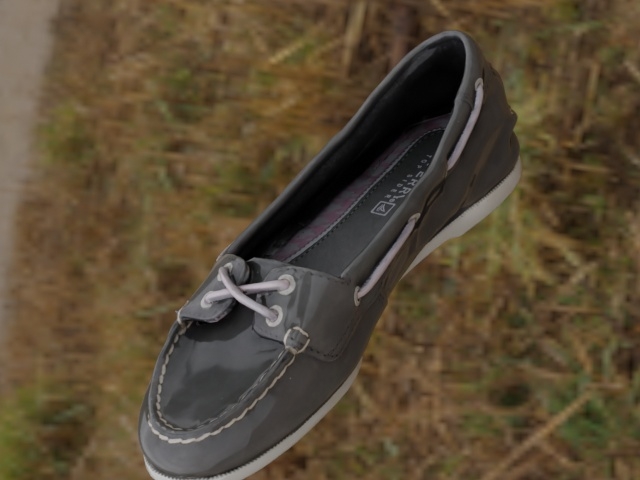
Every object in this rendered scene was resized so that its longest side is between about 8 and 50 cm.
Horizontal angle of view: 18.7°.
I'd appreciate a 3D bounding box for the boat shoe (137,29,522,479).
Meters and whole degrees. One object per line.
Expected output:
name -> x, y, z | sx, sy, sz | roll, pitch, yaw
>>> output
boat shoe -> 0.000, 0.000, 1.099 | 0.112, 0.335, 0.095 | 13, 134, 36
